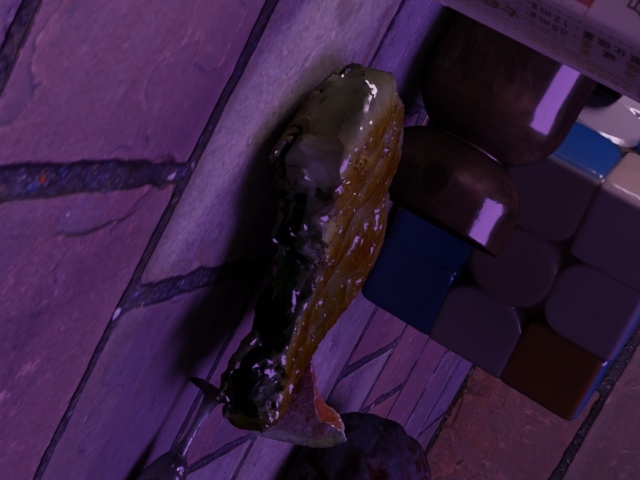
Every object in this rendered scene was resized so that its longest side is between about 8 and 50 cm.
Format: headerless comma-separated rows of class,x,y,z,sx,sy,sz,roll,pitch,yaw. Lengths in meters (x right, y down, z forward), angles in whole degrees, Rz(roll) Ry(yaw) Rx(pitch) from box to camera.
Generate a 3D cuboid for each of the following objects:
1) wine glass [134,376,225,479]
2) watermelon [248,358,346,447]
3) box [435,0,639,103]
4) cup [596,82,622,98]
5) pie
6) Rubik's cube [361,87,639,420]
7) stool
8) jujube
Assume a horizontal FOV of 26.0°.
wine glass,-0.150,0.234,1.371,0.198,0.066,0.066,-60,167,3
watermelon,-0.044,0.179,1.690,0.098,0.121,0.158,-67,140,-80
box,0.212,-0.251,1.076,0.210,0.330,0.095,-57,167,-15
cup,0.340,-0.293,1.779,0.166,0.177,0.239,-63,166,19
pie,0.000,0.000,1.318,0.296,0.078,0.371,-39,149,-63
Rubik's cube,0.314,-0.034,1.878,0.346,0.347,0.344,-42,157,-53
stool,0.185,-0.138,1.546,0.264,0.179,0.179,-60,167,1
jujube,0.064,0.390,2.148,0.246,0.215,0.308,-61,165,3
